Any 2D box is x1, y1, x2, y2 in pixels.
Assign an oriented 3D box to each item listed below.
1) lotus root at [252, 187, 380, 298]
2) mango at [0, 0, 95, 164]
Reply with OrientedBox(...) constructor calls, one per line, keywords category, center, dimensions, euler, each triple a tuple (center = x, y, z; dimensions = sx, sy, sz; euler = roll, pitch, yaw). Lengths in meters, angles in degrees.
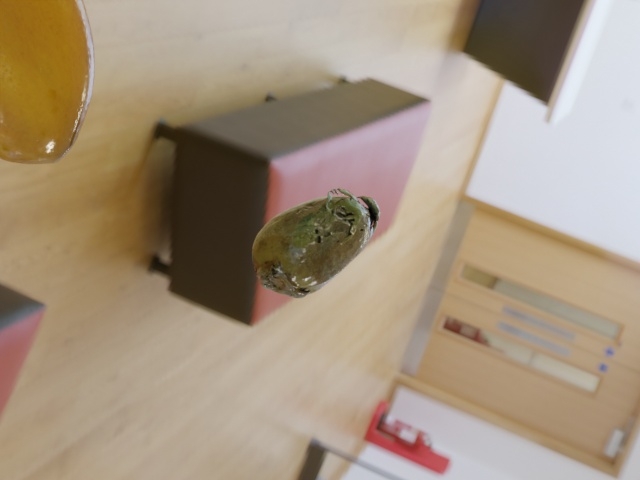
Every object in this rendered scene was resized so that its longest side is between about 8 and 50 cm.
OrientedBox(category="lotus root", center=(0.000, -0.003, 1.107), dimensions=(0.165, 0.088, 0.088), euler=(-31, 146, -39))
OrientedBox(category="mango", center=(-0.233, -0.150, 0.797), dimensions=(0.145, 0.219, 0.112), euler=(-35, -173, -21))
